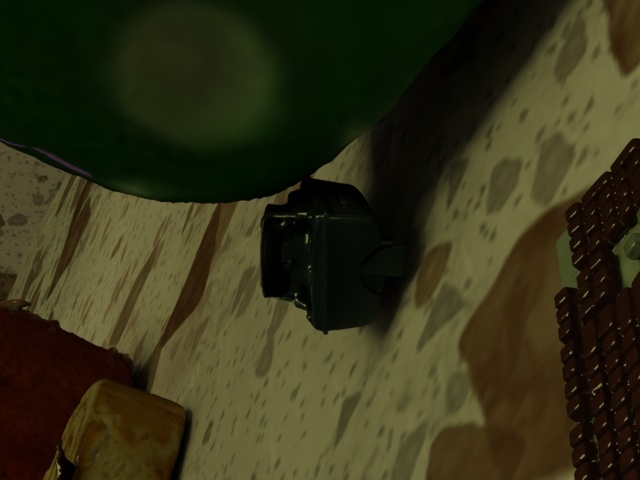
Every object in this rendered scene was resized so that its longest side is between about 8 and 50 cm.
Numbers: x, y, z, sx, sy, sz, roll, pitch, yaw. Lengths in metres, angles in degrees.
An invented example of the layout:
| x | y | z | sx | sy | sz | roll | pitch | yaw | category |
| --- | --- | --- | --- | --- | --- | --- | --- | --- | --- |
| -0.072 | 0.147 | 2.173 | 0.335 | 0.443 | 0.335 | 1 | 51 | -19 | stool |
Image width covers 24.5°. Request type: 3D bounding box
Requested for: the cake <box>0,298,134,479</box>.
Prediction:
| x | y | z | sx | sy | sz | roll | pitch | yaw | category |
| --- | --- | --- | --- | --- | --- | --- | --- | --- | --- |
| -0.248 | 0.183 | 1.125 | 0.177 | 0.151 | 0.283 | -86 | 20 | -83 | cake |

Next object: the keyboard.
| x | y | z | sx | sy | sz | roll | pitch | yaw | category |
| --- | --- | --- | --- | --- | --- | --- | --- | --- | --- |
| 0.083 | 0.037 | 0.393 | 0.055 | 0.017 | 0.166 | -57 | 18 | 36 | keyboard |

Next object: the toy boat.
| x | y | z | sx | sy | sz | roll | pitch | yaw | category |
| --- | --- | --- | --- | --- | --- | --- | --- | --- | --- |
| 0.000 | 0.000 | 0.679 | 0.141 | 0.060 | 0.055 | -114 | 24 | -77 | toy boat |

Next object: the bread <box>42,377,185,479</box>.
| x | y | z | sx | sy | sz | roll | pitch | yaw | category |
| --- | --- | --- | --- | --- | --- | --- | --- | --- | --- |
| -0.143 | 0.163 | 0.907 | 0.122 | 0.073 | 0.149 | 129 | 158 | -54 | bread |

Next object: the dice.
| x | y | z | sx | sy | sz | roll | pitch | yaw | category |
| --- | --- | --- | --- | --- | --- | --- | --- | --- | --- |
| -0.057 | -0.213 | 0.660 | 0.300 | 0.287 | 0.297 | -48 | 18 | 31 | dice |
